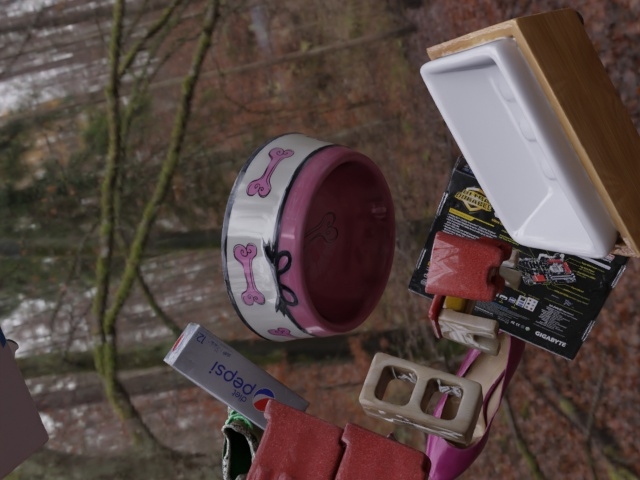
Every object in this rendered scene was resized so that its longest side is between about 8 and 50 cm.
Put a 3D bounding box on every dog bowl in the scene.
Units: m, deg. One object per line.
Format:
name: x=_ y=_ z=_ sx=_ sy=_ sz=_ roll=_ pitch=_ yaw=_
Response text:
dog bowl: x=0.000 y=0.000 z=1.539 sx=0.408 sy=0.150 sz=0.408 roll=-11 pitch=-77 yaw=-54

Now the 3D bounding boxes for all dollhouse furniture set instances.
dollhouse furniture set: x=0.072 y=0.138 z=0.794 sx=0.201 sy=0.152 sz=0.374 roll=64 pitch=-136 yaw=-59

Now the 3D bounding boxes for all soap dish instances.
soap dish: x=0.257 y=-0.125 z=0.944 sx=0.291 sy=0.118 sz=0.229 roll=57 pitch=170 yaw=-13

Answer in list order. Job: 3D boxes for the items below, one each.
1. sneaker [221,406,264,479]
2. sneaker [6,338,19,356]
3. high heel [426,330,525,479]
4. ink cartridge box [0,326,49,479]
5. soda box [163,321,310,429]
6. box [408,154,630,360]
sneaker: x=-0.175 y=0.466 z=1.967 sx=0.410 sy=0.158 sz=0.182 roll=-99 pitch=-9 yaw=-47
sneaker: x=-0.780 y=0.269 z=1.687 sx=0.111 sy=0.297 sz=0.129 roll=-22 pitch=69 yaw=55
high heel: x=0.296 y=0.327 z=1.629 sx=0.377 sy=0.127 sz=0.181 roll=-68 pitch=-18 yaw=1
ink cartridge box: x=-0.550 y=0.151 z=0.948 sx=0.166 sy=0.394 sz=0.286 roll=-39 pitch=-62 yaw=-52
soda box: x=-0.166 y=0.283 z=1.620 sx=0.286 sy=0.098 sz=0.091 roll=38 pitch=166 yaw=-17
box: x=0.341 y=0.033 z=1.403 sx=0.079 sy=0.321 sz=0.257 roll=-49 pitch=-21 yaw=-59
